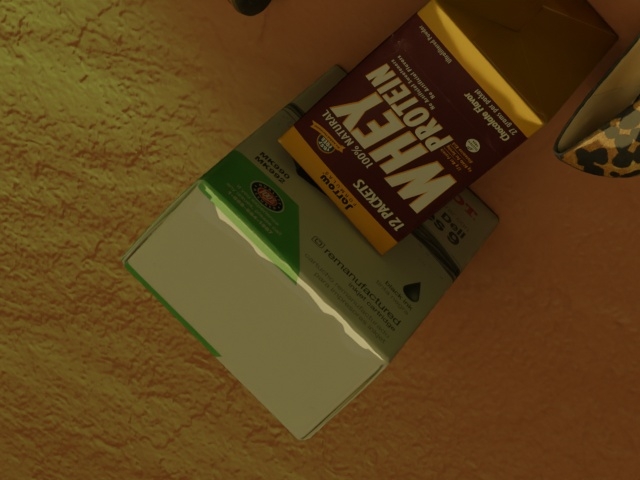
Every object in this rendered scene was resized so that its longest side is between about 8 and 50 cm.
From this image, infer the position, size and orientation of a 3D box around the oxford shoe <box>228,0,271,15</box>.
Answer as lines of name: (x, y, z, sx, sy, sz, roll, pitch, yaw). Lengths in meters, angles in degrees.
oxford shoe: (-0.081, -0.297, 1.697, 0.076, 0.076, 0.212, 8, 113, 43)

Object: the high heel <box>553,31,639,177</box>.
high heel: (0.257, -0.172, 1.526, 0.186, 0.093, 0.261, -15, 119, -6)

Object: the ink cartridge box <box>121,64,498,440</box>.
ink cartridge box: (0.000, 0.000, 1.671, 0.211, 0.289, 0.121, 44, 123, -1)

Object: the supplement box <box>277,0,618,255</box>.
supplement box: (0.104, -0.123, 1.612, 0.129, 0.191, 0.194, 48, 127, -3)
